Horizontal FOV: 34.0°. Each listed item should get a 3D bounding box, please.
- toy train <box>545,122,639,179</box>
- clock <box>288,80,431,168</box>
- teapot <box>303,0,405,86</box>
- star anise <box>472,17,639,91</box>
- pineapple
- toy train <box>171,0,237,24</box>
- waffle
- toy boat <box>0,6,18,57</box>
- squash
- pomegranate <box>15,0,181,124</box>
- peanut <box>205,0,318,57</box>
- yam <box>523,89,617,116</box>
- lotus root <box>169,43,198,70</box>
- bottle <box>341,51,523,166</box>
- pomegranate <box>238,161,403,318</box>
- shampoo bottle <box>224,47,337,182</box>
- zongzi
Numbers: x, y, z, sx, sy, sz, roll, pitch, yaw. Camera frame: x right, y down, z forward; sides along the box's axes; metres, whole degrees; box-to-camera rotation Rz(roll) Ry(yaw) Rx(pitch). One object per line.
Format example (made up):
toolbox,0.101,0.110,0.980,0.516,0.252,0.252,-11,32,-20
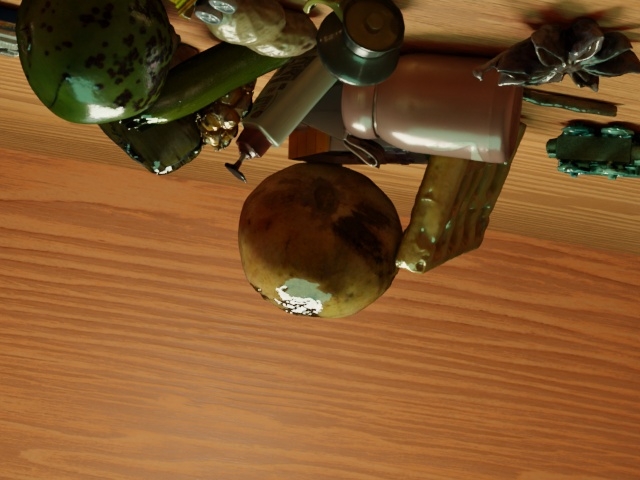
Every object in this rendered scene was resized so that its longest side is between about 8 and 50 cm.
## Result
toy train,0.556,-0.173,2.085,0.197,0.107,0.154,6,-179,26
clock,0.064,-0.231,1.990,0.309,0.166,0.235,0,173,10
teapot,0.048,-0.307,1.543,0.165,0.130,0.119,40,156,-1
star anise,0.345,-0.271,1.537,0.262,0.081,0.230,-1,176,-10
pineapple,-0.172,-0.261,1.845,0.076,0.225,0.225,19,171,-22
toy train,-0.167,-0.363,1.413,0.127,0.089,0.219,22,171,-19
waffle,0.273,-0.095,2.015,0.077,0.304,0.348,25,-161,23
toy boat,-0.675,-0.393,1.884,0.295,0.088,0.129,10,174,-18
squash,-0.182,-0.265,1.701,0.331,0.087,0.087,-32,-174,-15
pomegranate,-0.329,-0.298,1.578,0.254,0.254,0.270,4,-173,40
peanut,-0.091,-0.332,1.600,0.104,0.086,0.228,-8,167,34
yam,0.421,-0.253,1.890,0.234,0.029,0.027,11,147,-3
lotus root,-0.279,-0.324,1.993,0.112,0.081,0.122,11,174,-34
bottle,0.182,-0.214,1.763,0.296,0.206,0.173,8,-150,14
pomegranate,0.000,0.000,1.997,0.322,0.322,0.322,9,174,1
shampoo bottle,-0.078,-0.213,1.817,0.071,0.284,0.153,45,157,-28
zongzi,-0.344,-0.261,1.876,0.323,0.160,0.360,54,175,-7
